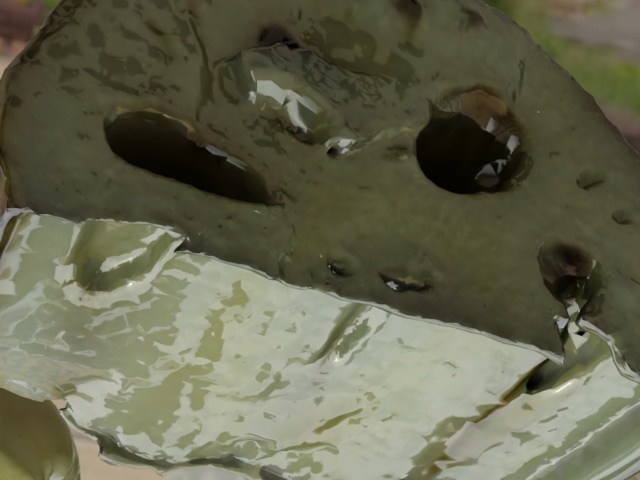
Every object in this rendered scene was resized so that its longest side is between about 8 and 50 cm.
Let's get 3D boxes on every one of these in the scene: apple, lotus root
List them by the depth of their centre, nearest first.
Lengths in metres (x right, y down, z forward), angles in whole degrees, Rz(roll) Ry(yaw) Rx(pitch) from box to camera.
[{"bbox_3d":[0.000,0.000,0.594,0.235,0.138,0.119,22,148,-20],"label":"lotus root"},{"bbox_3d":[-0.272,0.164,1.392,0.200,0.200,0.200,11,-179,0],"label":"apple"}]

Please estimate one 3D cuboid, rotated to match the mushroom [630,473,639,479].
[{"bbox_3d":[0.289,0.086,0.910,0.362,0.294,0.362,31,178,1],"label":"mushroom"}]
